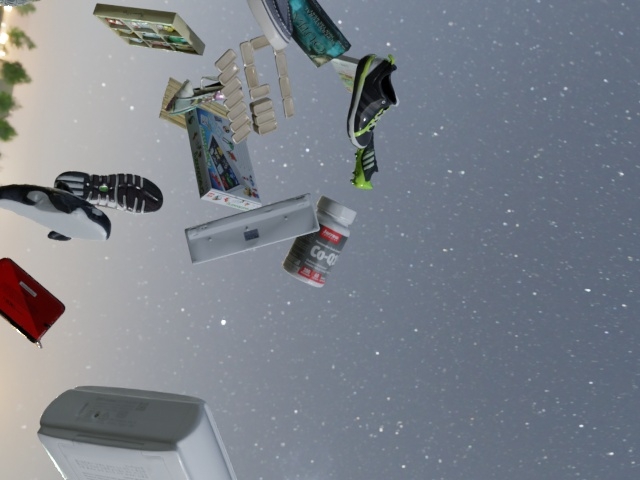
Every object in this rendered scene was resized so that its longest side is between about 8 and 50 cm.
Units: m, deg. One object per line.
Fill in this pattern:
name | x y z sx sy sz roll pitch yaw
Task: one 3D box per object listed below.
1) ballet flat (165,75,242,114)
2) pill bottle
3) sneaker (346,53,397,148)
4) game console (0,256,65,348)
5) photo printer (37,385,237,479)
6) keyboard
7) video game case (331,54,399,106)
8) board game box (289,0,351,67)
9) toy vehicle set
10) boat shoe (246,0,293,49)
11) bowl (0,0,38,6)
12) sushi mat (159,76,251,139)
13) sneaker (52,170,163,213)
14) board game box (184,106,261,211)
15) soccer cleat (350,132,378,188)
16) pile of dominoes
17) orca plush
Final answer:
ballet flat | -0.330 -0.414 1.426 0.077 0.222 0.079 -112 -171 -45
pill bottle | 0.000 0.000 1.736 0.161 0.161 0.283 33 -82 54
sneaker | 0.125 -0.314 1.194 0.097 0.084 0.234 22 -49 22
game console | -0.540 0.116 0.934 0.124 0.144 0.085 -48 -177 -1
photo printer | -0.254 0.368 0.787 0.256 0.107 0.307 -1 -59 18
keyboard | -0.131 -0.020 0.961 0.256 0.014 0.072 -15 -88 10
video game case | 0.154 -0.566 1.808 0.227 0.206 0.026 27 -98 31
board game box | -0.023 -0.546 1.330 0.126 0.186 0.026 -11 -136 48
toy vehicle set | -0.481 -0.596 1.457 0.267 0.166 0.035 14 -96 18
boat shoe | -0.084 -0.570 1.024 0.158 0.127 0.340 -18 -87 17
bowl | -0.637 -0.513 0.989 0.080 0.170 0.170 -32 -129 13
sushi mat | -0.370 -0.398 1.689 0.019 0.317 0.151 -13 -119 50
sneaker | -0.592 -0.131 1.418 0.162 0.281 0.106 -4 -102 51
board game box | -0.288 -0.240 1.519 0.053 0.193 0.305 -33 -120 32
soccer cleat | 0.138 -0.237 1.511 0.060 0.072 0.178 -179 -78 -68
pile of dominoes | -0.172 -0.393 1.326 0.040 0.196 0.251 40 -31 44
orca plush | -0.601 -0.083 1.145 0.151 0.287 0.102 96 2 -49
